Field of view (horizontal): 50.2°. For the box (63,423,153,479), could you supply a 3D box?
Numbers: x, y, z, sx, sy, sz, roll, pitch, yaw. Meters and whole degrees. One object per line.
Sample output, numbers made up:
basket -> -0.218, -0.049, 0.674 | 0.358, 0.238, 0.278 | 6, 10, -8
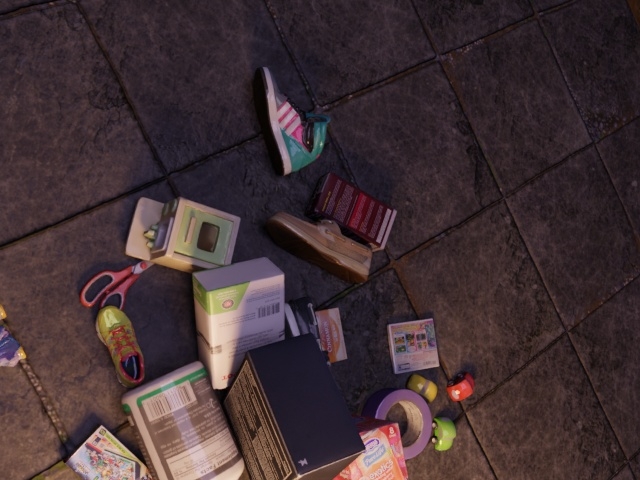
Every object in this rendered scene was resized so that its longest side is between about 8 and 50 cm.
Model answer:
box -> -0.476, 0.537, 1.579 | 0.207, 0.036, 0.114 | 48, 65, -12

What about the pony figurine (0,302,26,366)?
pony figurine -> -0.802, 0.244, 1.364 | 0.363, 0.303, 0.351 | -25, 61, -24

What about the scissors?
scissors -> -0.456, 0.064, 1.675 | 0.109, 0.021, 0.297 | 46, 66, -13

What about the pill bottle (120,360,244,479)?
pill bottle -> -0.298, 0.478, 1.564 | 0.204, 0.204, 0.361 | -21, 85, -28

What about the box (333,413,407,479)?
box -> 0.066, 0.524, 1.703 | 0.154, 0.300, 0.142 | -6, 85, -27

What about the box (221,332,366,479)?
box -> -0.072, 0.419, 1.568 | 0.182, 0.294, 0.296 | -12, 62, -28

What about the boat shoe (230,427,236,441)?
boat shoe -> -0.193, 0.451, 1.726 | 0.190, 0.068, 0.072 | -36, 86, -36

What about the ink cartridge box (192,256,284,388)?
ink cartridge box -> -0.196, 0.200, 1.667 | 0.198, 0.114, 0.273 | -12, 118, -27

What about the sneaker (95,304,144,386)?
sneaker -> -0.458, 0.247, 1.597 | 0.081, 0.094, 0.209 | -25, 97, -26

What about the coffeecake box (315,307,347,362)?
coffeecake box -> -0.035, 0.265, 1.826 | 0.185, 0.068, 0.142 | -8, 86, -27

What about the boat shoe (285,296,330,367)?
boat shoe -> -0.021, 0.292, 1.727 | 0.091, 0.114, 0.303 | -17, 92, -21

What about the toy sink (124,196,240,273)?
toy sink -> -0.335, -0.013, 1.673 | 0.234, 0.131, 0.153 | 20, 73, -29

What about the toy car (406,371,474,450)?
toy car -> 0.365, 0.500, 1.995 | 0.239, 0.053, 0.225 | 4, 80, -26

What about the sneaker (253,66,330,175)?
sneaker -> -0.068, -0.340, 1.874 | 0.178, 0.123, 0.296 | -17, 97, -23

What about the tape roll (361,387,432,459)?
tape roll -> 0.211, 0.508, 1.903 | 0.188, 0.080, 0.189 | 5, 79, -26

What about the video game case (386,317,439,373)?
video game case -> 0.272, 0.308, 2.000 | 0.157, 0.019, 0.143 | -4, 83, -26

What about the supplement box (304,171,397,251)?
supplement box -> 0.088, -0.078, 1.940 | 0.239, 0.073, 0.130 | 29, 69, -21

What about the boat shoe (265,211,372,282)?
boat shoe -> 0.000, 0.000, 1.866 | 0.341, 0.121, 0.110 | 32, 64, -29
